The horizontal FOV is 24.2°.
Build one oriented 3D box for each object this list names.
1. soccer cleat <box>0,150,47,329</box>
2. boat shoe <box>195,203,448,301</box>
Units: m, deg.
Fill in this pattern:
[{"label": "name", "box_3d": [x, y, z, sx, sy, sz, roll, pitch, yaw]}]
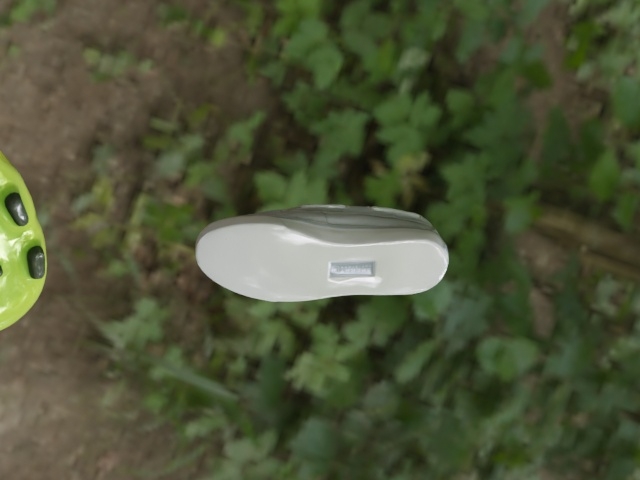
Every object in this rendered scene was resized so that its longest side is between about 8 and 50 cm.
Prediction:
[{"label": "soccer cleat", "box_3d": [-0.227, -0.060, 0.662, 0.093, 0.121, 0.289, -45, 131, -1]}, {"label": "boat shoe", "box_3d": [0.000, 0.000, 1.092, 0.063, 0.184, 0.066, -104, -168, -59]}]
